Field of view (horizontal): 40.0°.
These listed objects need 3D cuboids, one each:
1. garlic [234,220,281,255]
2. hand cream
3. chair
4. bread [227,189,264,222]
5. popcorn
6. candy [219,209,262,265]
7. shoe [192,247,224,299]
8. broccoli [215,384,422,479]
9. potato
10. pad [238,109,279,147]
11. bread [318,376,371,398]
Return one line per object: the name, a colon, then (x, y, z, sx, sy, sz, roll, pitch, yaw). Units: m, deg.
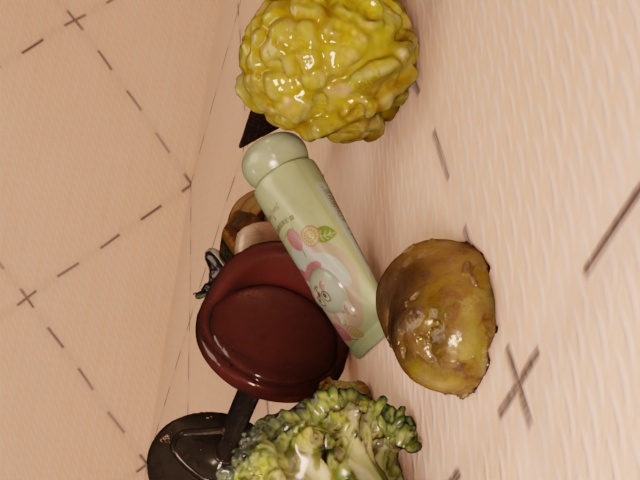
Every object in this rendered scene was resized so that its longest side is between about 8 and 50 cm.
garlic: (-0.076, 0.050, 1.478, 0.099, 0.124, 0.175, -7, 100, 58)
hand cream: (0.000, 0.000, 1.144, 0.306, 0.093, 0.147, 60, 152, 14)
chair: (-0.102, 0.213, 1.258, 0.226, 0.226, 0.401, -100, 26, -50)
bread: (-0.168, -0.013, 1.870, 0.119, 0.067, 0.192, -49, -24, -72)
popcorn: (0.016, -0.226, 1.143, 0.212, 0.259, 0.259, 48, 137, 24)
candy: (-0.125, 0.038, 1.680, 0.271, 0.101, 0.143, -127, 41, -61)
shoe: (-0.221, 0.101, 1.855, 0.169, 0.099, 0.071, 61, 165, 11)
broccoli: (0.030, 0.265, 0.872, 0.243, 0.247, 0.263, 27, 152, 43)
potato: (0.102, 0.077, 0.896, 0.200, 0.081, 0.164, -128, 49, -72)
pad: (-0.011, -0.281, 1.322, 0.004, 0.220, 0.330, 47, 145, 15)
bread: (0.024, 0.246, 1.080, 0.140, 0.069, 0.128, -101, 27, -59)
